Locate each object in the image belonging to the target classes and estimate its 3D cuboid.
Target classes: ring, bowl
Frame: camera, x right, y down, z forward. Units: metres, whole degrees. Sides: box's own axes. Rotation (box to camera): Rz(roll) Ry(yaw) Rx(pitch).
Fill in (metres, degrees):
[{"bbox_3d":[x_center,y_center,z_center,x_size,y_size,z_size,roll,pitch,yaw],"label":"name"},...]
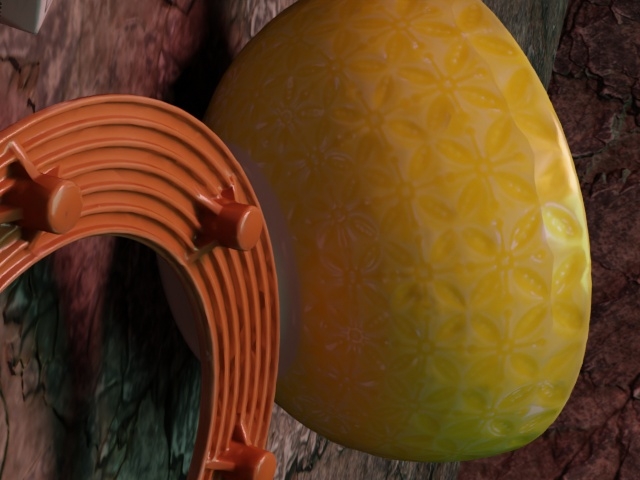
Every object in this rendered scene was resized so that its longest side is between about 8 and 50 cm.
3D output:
[{"bbox_3d":[-0.102,0.106,0.665,0.336,0.032,0.336,-35,132,-51],"label":"ring"},{"bbox_3d":[0.000,0.000,0.882,0.156,0.289,0.289,-15,121,-26],"label":"bowl"}]

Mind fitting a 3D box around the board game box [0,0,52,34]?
[{"bbox_3d":[-0.062,-0.248,0.567,0.193,0.053,0.305,126,-15,-67],"label":"board game box"}]
